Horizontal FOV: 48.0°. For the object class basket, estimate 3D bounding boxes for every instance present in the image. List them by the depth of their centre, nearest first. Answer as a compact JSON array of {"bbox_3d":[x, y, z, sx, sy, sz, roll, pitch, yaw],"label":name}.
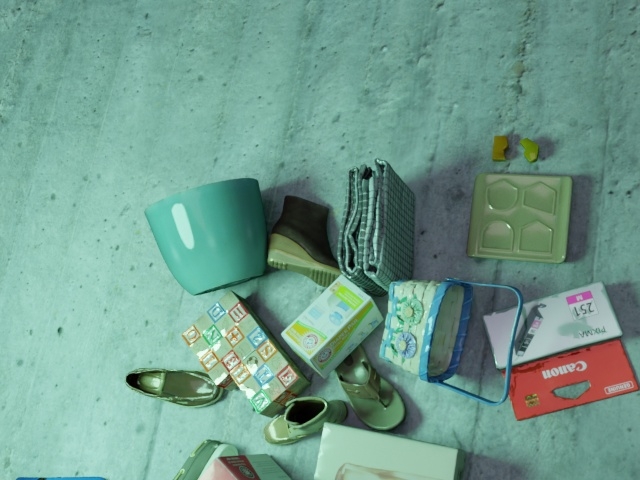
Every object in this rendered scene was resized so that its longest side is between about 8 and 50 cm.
[{"bbox_3d":[0.284,0.206,1.569,0.289,0.201,0.254,9,93,29],"label":"basket"}]

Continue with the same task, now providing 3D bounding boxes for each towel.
[{"bbox_3d":[0.129,-0.023,1.684,0.121,0.235,0.283,-4,73,23],"label":"towel"}]

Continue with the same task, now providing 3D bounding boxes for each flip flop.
[{"bbox_3d":[0.094,0.320,1.671,0.112,0.080,0.277,-33,64,2],"label":"flip flop"}]

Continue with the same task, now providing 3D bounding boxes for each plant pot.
[{"bbox_3d":[-0.261,0.002,1.787,0.293,0.293,0.235,-18,86,12],"label":"plant pot"}]

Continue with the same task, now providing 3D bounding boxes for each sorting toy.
[{"bbox_3d":[0.474,-0.098,1.700,0.229,0.041,0.307,4,75,24],"label":"sorting toy"}]

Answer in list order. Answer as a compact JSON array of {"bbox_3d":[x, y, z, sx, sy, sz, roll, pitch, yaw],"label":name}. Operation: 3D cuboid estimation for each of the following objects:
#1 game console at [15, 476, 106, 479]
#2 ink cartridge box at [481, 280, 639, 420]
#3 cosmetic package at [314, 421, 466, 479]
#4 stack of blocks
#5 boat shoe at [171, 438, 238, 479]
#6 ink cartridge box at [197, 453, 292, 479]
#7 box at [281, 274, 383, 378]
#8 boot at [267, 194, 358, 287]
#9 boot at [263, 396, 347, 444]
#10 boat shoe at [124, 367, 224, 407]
[{"bbox_3d":[-0.674,0.752,1.827,0.250,0.173,0.293,3,73,-13],"label":"game console"},{"bbox_3d":[0.518,0.241,1.569,0.275,0.060,0.238,-18,68,12],"label":"ink cartridge box"},{"bbox_3d":[0.154,0.489,1.565,0.296,0.153,0.129,6,75,21],"label":"cosmetic package"},{"bbox_3d":[-0.185,0.290,1.761,0.171,0.087,0.297,-43,63,1],"label":"stack of blocks"},{"bbox_3d":[-0.313,0.594,1.669,0.091,0.109,0.305,10,46,37],"label":"boat shoe"},{"bbox_3d":[-0.084,0.645,1.525,0.385,0.279,0.160,39,89,24],"label":"ink cartridge box"},{"bbox_3d":[0.029,0.201,1.678,0.203,0.103,0.114,-43,49,-11],"label":"box"},{"bbox_3d":[0.000,0.000,1.794,0.249,0.090,0.206,18,58,-3],"label":"boot"},{"bbox_3d":[-0.058,0.411,1.649,0.213,0.165,0.077,-22,69,12],"label":"boot"},{"bbox_3d":[-0.374,0.367,1.805,0.258,0.095,0.095,-1,74,18],"label":"boat shoe"}]
